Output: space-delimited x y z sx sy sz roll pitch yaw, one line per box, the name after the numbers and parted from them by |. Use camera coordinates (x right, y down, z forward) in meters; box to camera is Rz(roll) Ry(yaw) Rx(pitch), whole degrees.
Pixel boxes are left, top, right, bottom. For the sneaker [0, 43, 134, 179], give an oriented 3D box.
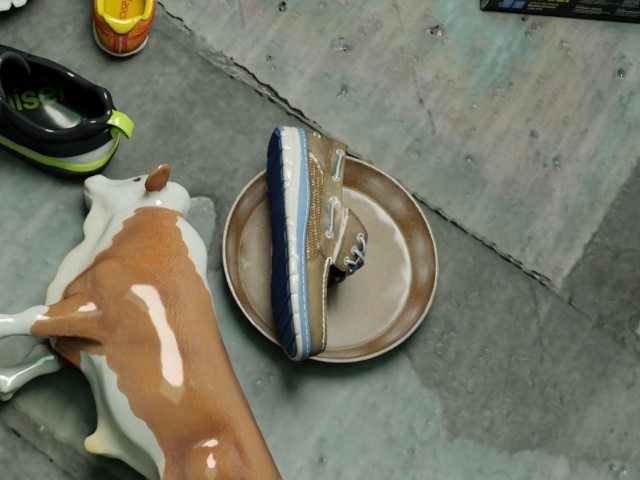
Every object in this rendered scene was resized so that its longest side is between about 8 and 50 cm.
-0.247 -0.124 1.270 0.234 0.097 0.084 20 66 -6 | sneaker

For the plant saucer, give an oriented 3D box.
0.006 0.016 1.317 0.168 0.029 0.168 5 69 -13 | plant saucer

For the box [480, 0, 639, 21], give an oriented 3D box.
0.289 -0.316 1.489 0.322 0.079 0.257 3 67 -12 | box

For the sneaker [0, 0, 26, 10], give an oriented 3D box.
-0.283 -0.217 1.299 0.166 0.076 0.065 -2 36 -18 | sneaker

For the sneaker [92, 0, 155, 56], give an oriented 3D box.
-0.148 -0.231 1.353 0.064 0.067 0.175 0 68 -12 | sneaker

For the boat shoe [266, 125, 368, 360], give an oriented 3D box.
0.000 0.000 1.269 0.066 0.066 0.183 3 69 -14 | boat shoe

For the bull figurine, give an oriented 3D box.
-0.135 0.092 1.215 0.188 0.101 0.310 -21 74 -16 | bull figurine
